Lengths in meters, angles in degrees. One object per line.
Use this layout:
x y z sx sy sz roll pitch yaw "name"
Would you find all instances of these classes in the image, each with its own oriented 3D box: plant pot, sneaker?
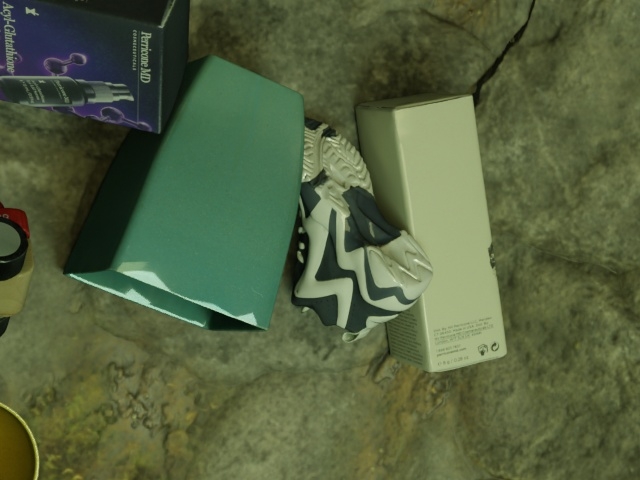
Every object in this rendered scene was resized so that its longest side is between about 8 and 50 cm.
-0.113 -0.049 1.810 0.166 0.165 0.234 23 79 -21 "plant pot"
-0.344 0.206 1.779 0.134 0.095 0.134 -2 96 -21 "plant pot"
0.000 0.000 1.893 0.235 0.153 0.094 51 39 14 "sneaker"

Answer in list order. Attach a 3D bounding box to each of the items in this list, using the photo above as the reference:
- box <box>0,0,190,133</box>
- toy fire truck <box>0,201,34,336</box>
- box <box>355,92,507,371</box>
-0.227 -0.202 1.700 0.207 0.153 0.108 12 54 4 "box"
-0.383 -0.049 1.733 0.217 0.246 0.158 2 136 -19 "toy fire truck"
0.113 -0.011 1.923 0.094 0.113 0.275 -11 101 -20 "box"
